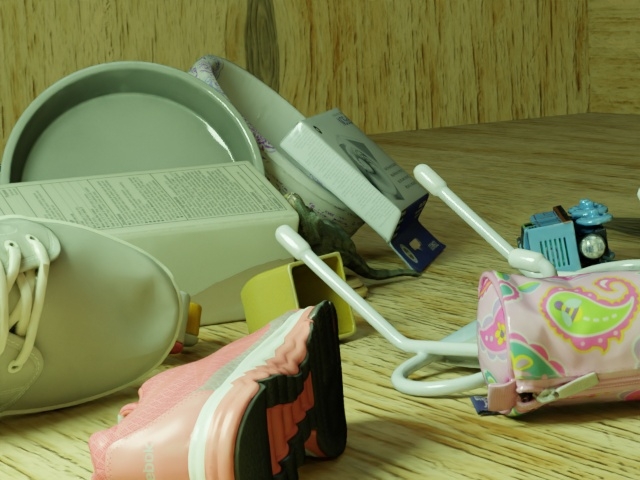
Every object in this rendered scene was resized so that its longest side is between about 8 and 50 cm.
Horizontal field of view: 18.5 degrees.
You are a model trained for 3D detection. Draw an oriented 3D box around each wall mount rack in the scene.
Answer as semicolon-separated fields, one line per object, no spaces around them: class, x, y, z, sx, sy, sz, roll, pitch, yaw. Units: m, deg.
wall mount rack;0.148;0.022;1.750;0.304;0.131;0.350;2;18;43

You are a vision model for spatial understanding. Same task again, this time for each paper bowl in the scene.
paper bowl;-0.082;-0.081;2.387;0.284;0.148;0.284;39;14;-12

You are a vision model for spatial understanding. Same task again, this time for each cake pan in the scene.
cake pan;-0.209;-0.057;2.184;0.293;0.293;0.054;-4;-19;-10

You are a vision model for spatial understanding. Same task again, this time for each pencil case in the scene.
pencil case;0.260;0.075;1.523;0.284;0.124;0.124;-4;8;-5

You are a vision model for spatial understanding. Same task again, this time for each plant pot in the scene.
plant pot;-0.028;0.061;1.876;0.083;0.082;0.081;-11;1;39

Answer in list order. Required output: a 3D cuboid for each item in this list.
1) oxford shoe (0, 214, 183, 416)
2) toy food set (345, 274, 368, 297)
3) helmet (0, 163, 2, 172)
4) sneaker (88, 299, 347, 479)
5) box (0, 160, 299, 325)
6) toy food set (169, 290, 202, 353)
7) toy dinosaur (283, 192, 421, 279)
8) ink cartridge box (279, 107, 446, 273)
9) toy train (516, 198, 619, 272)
oxford shoe;-0.281;0.051;1.541;0.449;0.169;0.130;10;-10;-42
toy food set;0.008;0.051;2.140;0.083;0.020;0.082;-5;8;-10
helmet;-0.363;-0.005;2.257;0.161;0.169;0.169;-22;11;-11
sneaker;-0.068;0.112;1.374;0.136;0.116;0.314;-3;8;15
box;-0.193;0.011;2.005;0.311;0.121;0.148;-6;29;-23
toy food set;-0.215;0.089;1.801;0.232;0.105;0.111;13;-14;-25
toy dinosaur;0.000;0.000;2.145;0.118;0.064;0.268;22;-2;32
ink cartridge box;0.066;-0.065;2.350;0.045;0.224;0.223;-47;-3;14
toy train;0.277;0.000;2.212;0.105;0.080;0.184;-9;8;3
